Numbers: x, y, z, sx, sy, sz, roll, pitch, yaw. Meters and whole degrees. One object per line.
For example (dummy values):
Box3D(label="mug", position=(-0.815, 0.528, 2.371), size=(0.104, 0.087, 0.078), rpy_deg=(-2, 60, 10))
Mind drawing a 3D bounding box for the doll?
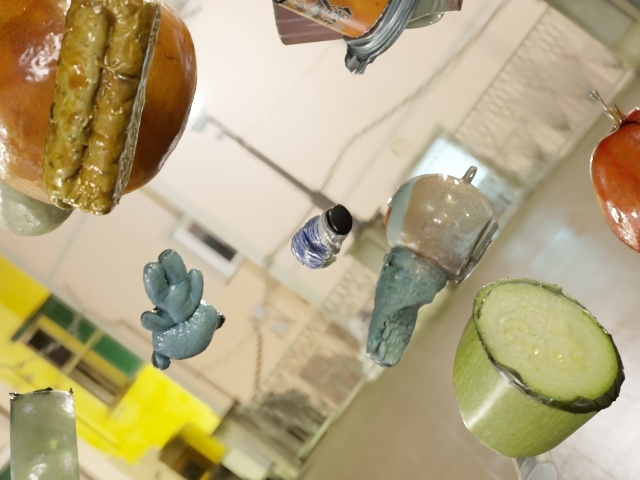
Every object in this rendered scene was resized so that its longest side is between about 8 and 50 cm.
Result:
Box3D(label="doll", position=(-0.197, 0.083, 1.664), size=(0.120, 0.180, 0.075), rpy_deg=(-33, 37, -18))

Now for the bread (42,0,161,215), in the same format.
Box3D(label="bread", position=(-0.199, -0.129, 1.128), size=(0.114, 0.083, 0.211), rpy_deg=(-114, 34, -76))

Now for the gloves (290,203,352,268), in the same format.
Box3D(label="gloves", position=(-0.004, -0.001, 2.567), size=(0.229, 0.097, 0.119), rpy_deg=(120, 146, -61))

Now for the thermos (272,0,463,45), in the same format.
Box3D(label="thermos", position=(0.073, -0.354, 1.788), size=(0.176, 0.265, 0.146), rpy_deg=(68, -159, -69))

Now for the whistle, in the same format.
Box3D(label="whistle", position=(0.150, 0.030, 1.968), size=(0.348, 0.189, 0.189), rpy_deg=(-61, 0, -4))

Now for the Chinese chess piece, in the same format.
Box3D(label="Chinese chess piece", position=(-0.375, 0.315, 1.715), size=(0.238, 0.092, 0.238), rpy_deg=(177, 90, -79))

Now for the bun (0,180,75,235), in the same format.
Box3D(label="bun", position=(-0.503, -0.181, 2.096), size=(0.213, 0.361, 0.361), rpy_deg=(-22, -11, -19))

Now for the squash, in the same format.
Box3D(label="squash", position=(0.276, 0.158, 1.637), size=(0.220, 0.220, 0.133), rpy_deg=(-53, -4, -41))

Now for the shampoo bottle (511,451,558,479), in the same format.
Box3D(label="shampoo bottle", position=(0.338, 0.337, 2.060), size=(0.227, 0.056, 0.086), rpy_deg=(-97, 16, -67))

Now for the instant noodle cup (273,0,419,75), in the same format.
Box3D(label="instant noodle cup", position=(0.018, -0.279, 1.224), size=(0.177, 0.125, 0.208), rpy_deg=(4, 80, 65))

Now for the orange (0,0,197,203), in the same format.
Box3D(label="orange", position=(-0.272, -0.178, 1.425), size=(0.284, 0.284, 0.226), rpy_deg=(-53, 39, -9))

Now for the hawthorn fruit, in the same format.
Box3D(label="hawthorn fruit", position=(0.497, -0.111, 1.888), size=(0.211, 0.299, 0.211), rpy_deg=(-33, -13, -9))
